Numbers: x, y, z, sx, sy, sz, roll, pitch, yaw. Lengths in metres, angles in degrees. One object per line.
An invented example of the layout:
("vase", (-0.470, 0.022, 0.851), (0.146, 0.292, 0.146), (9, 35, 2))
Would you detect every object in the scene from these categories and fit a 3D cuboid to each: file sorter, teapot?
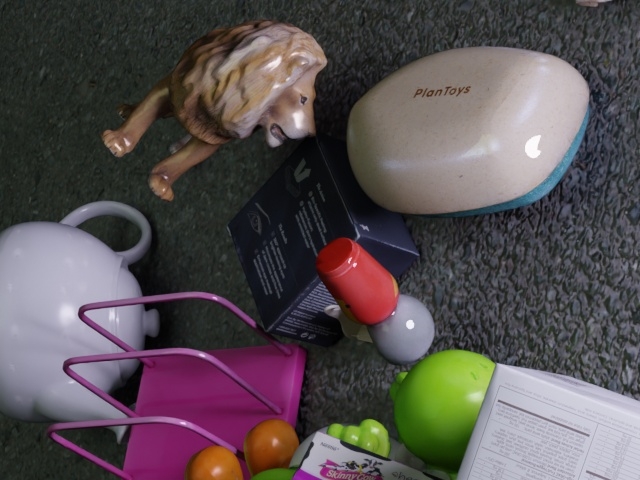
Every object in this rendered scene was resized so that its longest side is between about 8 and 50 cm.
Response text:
("file sorter", (-0.164, 0.217, 1.763), (0.202, 0.182, 0.291), (-7, 60, 30))
("teapot", (-0.281, 0.091, 2.016), (0.252, 0.187, 0.256), (-98, 7, -84))

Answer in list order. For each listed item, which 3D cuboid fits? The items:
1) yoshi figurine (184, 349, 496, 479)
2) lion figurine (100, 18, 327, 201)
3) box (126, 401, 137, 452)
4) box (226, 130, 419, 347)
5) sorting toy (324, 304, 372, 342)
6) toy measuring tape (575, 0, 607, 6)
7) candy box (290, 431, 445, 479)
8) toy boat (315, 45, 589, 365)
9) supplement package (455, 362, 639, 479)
("yoshi figurine", (0.055, 0.186, 1.592), (0.362, 0.203, 0.203), (-9, 54, 34))
("lion figurine", (-0.109, -0.171, 1.899), (0.240, 0.142, 0.392), (-42, 17, 8))
("box", (-0.161, 0.249, 1.915), (0.145, 0.038, 0.186), (-30, 50, 38))
("box", (0.000, 0.000, 1.796), (0.158, 0.093, 0.156), (-47, 45, 28))
("sorting toy", (0.045, 0.079, 1.731), (0.083, 0.075, 0.045), (9, 84, 49))
("toy measuring tape", (0.330, -0.269, 1.508), (0.330, 0.121, 0.121), (-8, 71, 47))
("candy box", (0.048, 0.286, 1.510), (0.233, 0.159, 0.071), (96, -161, -46))
("toy boat", (0.111, -0.041, 1.637), (0.267, 0.148, 0.318), (7, 57, 47))
("supplement package", (0.210, 0.255, 1.343), (0.198, 0.199, 0.263), (19, 91, 26))
